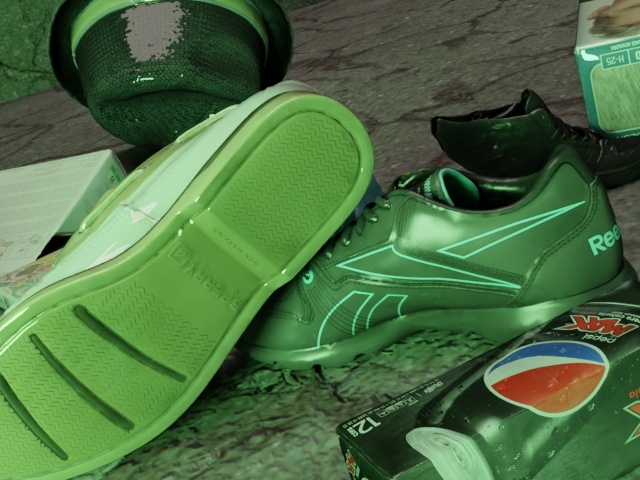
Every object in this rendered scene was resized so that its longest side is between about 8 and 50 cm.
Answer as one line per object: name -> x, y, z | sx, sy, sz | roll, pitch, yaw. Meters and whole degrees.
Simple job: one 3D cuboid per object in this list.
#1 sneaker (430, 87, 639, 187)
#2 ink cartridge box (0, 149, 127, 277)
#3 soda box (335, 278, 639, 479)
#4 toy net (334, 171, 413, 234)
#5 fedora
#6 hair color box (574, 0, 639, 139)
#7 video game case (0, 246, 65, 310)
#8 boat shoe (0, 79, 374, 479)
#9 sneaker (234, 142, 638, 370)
sneaker -> 0.176, -0.078, 0.724 | 0.170, 0.089, 0.051 | -16, 19, 1
ink cartridge box -> -0.335, -0.005, 1.031 | 0.181, 0.056, 0.225 | -7, 40, 24
soda box -> 0.095, 0.078, 0.408 | 0.168, 0.060, 0.053 | -23, 21, -19
toy net -> 0.000, 0.000, 0.735 | 0.122, 0.045, 0.232 | 17, 37, 28
fedora -> -0.195, -0.216, 1.251 | 0.334, 0.334, 0.153 | -14, 54, 7
hair color box -> 0.337, -0.190, 0.876 | 0.173, 0.105, 0.347 | -10, 21, 20
video game case -> -0.163, 0.015, 0.840 | 0.227, 0.026, 0.206 | -29, 22, -30
boat shoe -> -0.100, 0.025, 0.561 | 0.302, 0.113, 0.103 | -40, 24, -3
sneaker -> 0.050, 0.008, 0.571 | 0.267, 0.106, 0.101 | -10, 23, 23
